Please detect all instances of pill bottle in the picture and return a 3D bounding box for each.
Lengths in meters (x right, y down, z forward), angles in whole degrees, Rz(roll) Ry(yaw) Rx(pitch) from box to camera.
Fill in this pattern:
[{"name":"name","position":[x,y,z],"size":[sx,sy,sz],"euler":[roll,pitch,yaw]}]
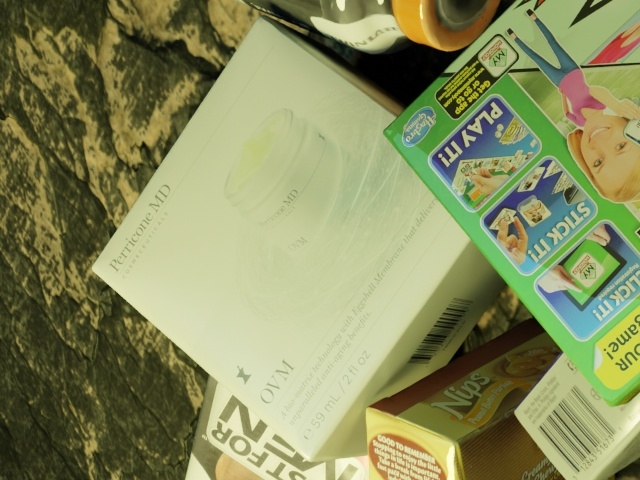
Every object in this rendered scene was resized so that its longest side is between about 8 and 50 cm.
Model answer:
[{"name":"pill bottle","position":[0.012,-0.208,1.040],"size":[0.245,0.130,0.130],"euler":[28,127,38]}]

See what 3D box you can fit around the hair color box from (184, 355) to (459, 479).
[{"name":"hair color box","position":[-0.019,0.220,1.248],"size":[0.174,0.105,0.347],"euler":[28,121,25]}]

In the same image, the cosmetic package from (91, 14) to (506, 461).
[{"name":"cosmetic package","position":[0.000,0.000,1.059],"size":[0.224,0.138,0.224],"euler":[39,100,23]}]

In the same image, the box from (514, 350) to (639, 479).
[{"name":"box","position":[0.213,0.078,0.944],"size":[0.072,0.137,0.126],"euler":[51,138,20]}]

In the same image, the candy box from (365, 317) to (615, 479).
[{"name":"candy box","position":[0.130,0.237,1.078],"size":[0.087,0.183,0.316],"euler":[18,120,41]}]

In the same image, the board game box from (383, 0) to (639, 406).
[{"name":"board game box","position":[0.215,-0.089,0.823],"size":[0.317,0.046,0.213],"euler":[-44,71,18]}]
